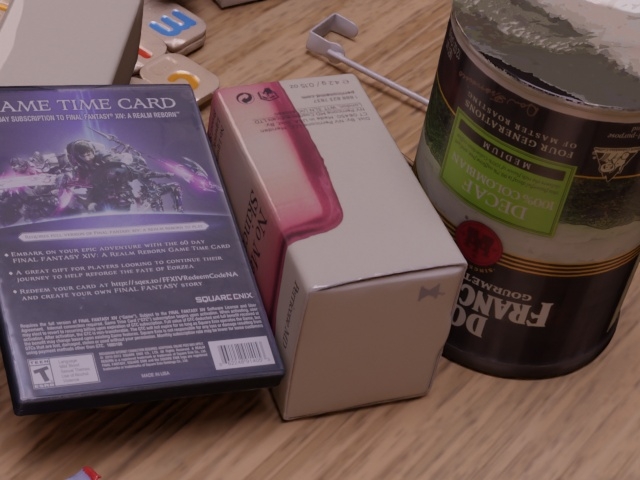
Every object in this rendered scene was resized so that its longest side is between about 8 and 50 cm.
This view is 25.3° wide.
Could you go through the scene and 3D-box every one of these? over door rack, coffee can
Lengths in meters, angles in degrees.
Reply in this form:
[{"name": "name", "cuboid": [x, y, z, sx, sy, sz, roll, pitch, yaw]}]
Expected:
[{"name": "over door rack", "cuboid": [0.118, -0.199, 1.288, 0.324, 0.239, 0.108, 38, 42, 25]}, {"name": "coffee can", "cuboid": [0.173, -0.058, 1.117, 0.201, 0.275, 0.201, 6, 42, -5]}]

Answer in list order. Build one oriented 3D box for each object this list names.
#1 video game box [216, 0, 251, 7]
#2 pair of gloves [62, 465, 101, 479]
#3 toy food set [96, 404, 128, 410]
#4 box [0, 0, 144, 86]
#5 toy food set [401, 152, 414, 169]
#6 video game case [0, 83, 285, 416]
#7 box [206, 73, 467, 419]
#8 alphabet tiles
[{"name": "video game box", "cuboid": [-0.073, -0.339, 1.536, 0.187, 0.048, 0.205, -19, 51, -26]}, {"name": "pair of gloves", "cuboid": [-0.188, 0.227, 0.920, 0.159, 0.023, 0.198, -16, 48, -26]}, {"name": "toy food set", "cuboid": [-0.174, 0.079, 1.079, 0.192, 0.038, 0.132, -3, 37, -8]}, {"name": "box", "cuboid": [-0.232, -0.101, 1.183, 0.113, 0.094, 0.275, 14, 50, 0]}, {"name": "toy food set", "cuboid": [0.039, -0.079, 1.271, 0.078, 0.019, 0.122, 40, 15, 29]}, {"name": "video game case", "cuboid": [-0.155, -0.005, 1.057, 0.196, 0.026, 0.274, -4, 56, -26]}, {"name": "box", "cuboid": [0.000, 0.000, 1.112, 0.127, 0.149, 0.232, -8, 45, -20]}, {"name": "alphabet tiles", "cuboid": [-0.246, -0.173, 1.338, 0.278, 0.021, 0.284, 33, 46, 22]}]
